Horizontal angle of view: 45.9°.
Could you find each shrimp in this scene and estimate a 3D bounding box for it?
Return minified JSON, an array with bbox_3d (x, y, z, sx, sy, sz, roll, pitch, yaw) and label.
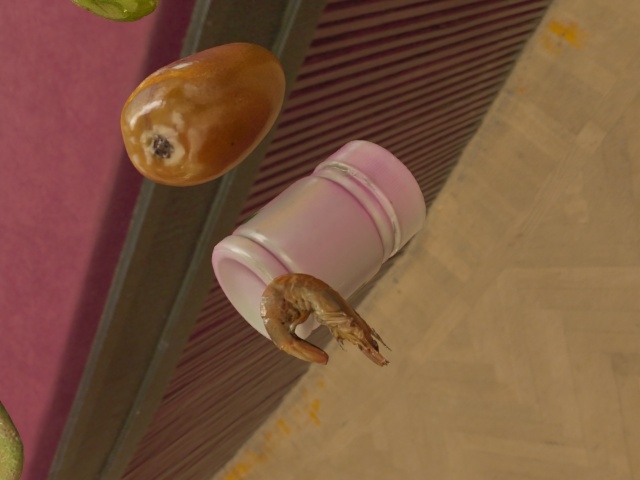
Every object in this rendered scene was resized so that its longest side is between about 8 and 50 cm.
[{"bbox_3d":[0.002,0.099,0.844,0.162,0.095,0.045,39,136,12],"label":"shrimp"}]

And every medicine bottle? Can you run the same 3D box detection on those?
[{"bbox_3d":[0.000,0.000,1.276,0.212,0.325,0.212,35,150,24],"label":"medicine bottle"}]

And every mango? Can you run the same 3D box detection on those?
[{"bbox_3d":[-0.208,-0.255,1.445,0.263,0.378,0.221,0,128,41],"label":"mango"},{"bbox_3d":[-0.337,-0.407,1.200,0.163,0.089,0.117,10,150,-7],"label":"mango"}]

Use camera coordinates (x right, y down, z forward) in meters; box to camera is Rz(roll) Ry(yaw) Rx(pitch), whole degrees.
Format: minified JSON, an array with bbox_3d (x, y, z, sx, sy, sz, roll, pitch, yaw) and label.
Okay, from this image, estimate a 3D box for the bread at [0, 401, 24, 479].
[{"bbox_3d":[-0.479,0.252,0.940,0.228,0.033,0.229,4,113,9],"label":"bread"}]
